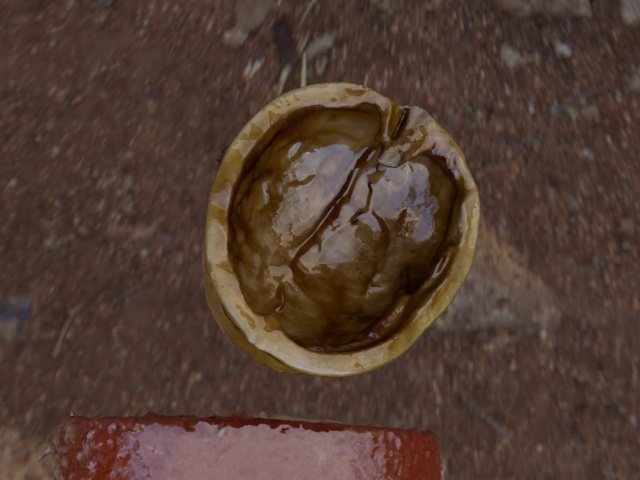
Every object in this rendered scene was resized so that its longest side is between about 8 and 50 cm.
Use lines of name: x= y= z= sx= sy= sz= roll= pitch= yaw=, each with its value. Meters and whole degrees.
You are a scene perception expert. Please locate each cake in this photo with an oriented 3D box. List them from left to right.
cake: x=-0.052 y=0.188 z=1.204 sx=0.283 sy=0.177 sz=0.151 roll=6 pitch=87 yaw=-7

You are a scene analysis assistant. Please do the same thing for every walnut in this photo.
walnut: x=-0.002 y=0.002 z=1.112 sx=0.167 sy=0.211 sz=0.087 roll=43 pitch=147 yaw=-5
